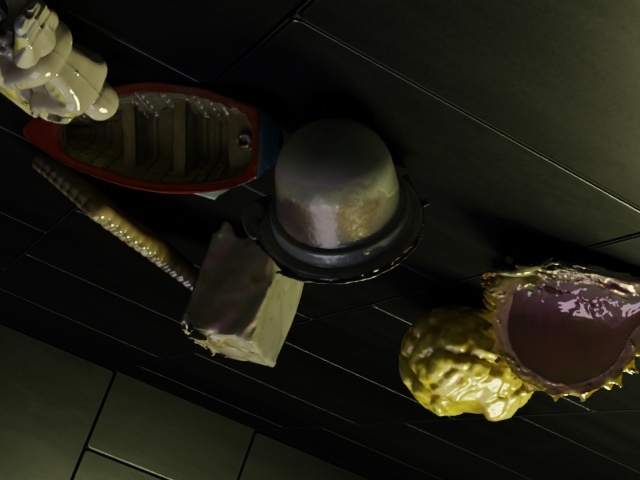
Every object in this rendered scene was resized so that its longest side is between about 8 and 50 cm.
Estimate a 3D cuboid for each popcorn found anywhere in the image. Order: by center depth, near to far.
[{"bbox_3d":[0.227,0.177,1.778,0.203,0.225,0.200,-122,17,-57],"label":"popcorn"}]

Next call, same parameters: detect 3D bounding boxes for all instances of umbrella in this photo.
[{"bbox_3d":[0.260,0.052,1.563,0.037,0.040,0.144,4,160,10],"label":"umbrella"}]

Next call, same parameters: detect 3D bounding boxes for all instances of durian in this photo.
[{"bbox_3d":[0.359,0.113,1.516,0.305,0.186,0.195,-1,180,3],"label":"durian"}]

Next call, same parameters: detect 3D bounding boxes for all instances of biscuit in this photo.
[{"bbox_3d":[-0.313,-0.023,1.839,0.217,0.044,0.325,33,174,41],"label":"biscuit"}]

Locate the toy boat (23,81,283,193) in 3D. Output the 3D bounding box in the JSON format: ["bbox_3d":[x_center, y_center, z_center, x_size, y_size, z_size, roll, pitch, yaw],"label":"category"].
[{"bbox_3d":[-0.217,-0.132,1.431,0.392,0.136,0.079,7,-171,35],"label":"toy boat"}]

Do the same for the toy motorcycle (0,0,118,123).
[{"bbox_3d":[-0.339,-0.212,1.313,0.222,0.108,0.341,28,168,2],"label":"toy motorcycle"}]

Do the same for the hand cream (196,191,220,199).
[{"bbox_3d":[-0.148,-0.092,1.554,0.091,0.058,0.271,14,168,-20],"label":"hand cream"}]

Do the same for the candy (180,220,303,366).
[{"bbox_3d":[-0.124,0.098,1.841,0.137,0.195,0.185,12,162,19],"label":"candy"}]

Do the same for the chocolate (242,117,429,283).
[{"bbox_3d":[0.010,-0.067,1.311,0.221,0.221,0.147,9,136,29],"label":"chocolate"}]
